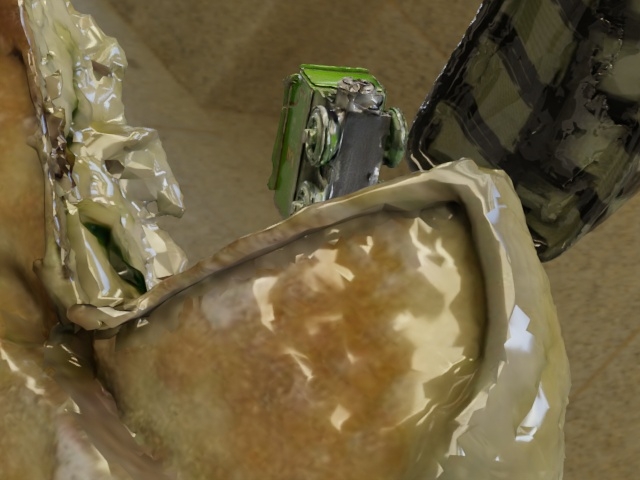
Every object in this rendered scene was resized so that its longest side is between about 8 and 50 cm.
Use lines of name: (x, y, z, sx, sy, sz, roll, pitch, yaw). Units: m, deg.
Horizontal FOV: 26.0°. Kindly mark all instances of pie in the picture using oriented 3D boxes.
pie: (-0.099, 0.067, 0.399, 0.338, 0.075, 0.337, -6, -111, 15)

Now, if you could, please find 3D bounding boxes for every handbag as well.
handbag: (0.234, -0.185, 0.892, 0.162, 0.325, 0.327, 39, -40, 13)

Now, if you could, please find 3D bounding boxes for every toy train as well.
toy train: (0.000, 0.000, 0.778, 0.081, 0.060, 0.202, -120, -143, -60)
